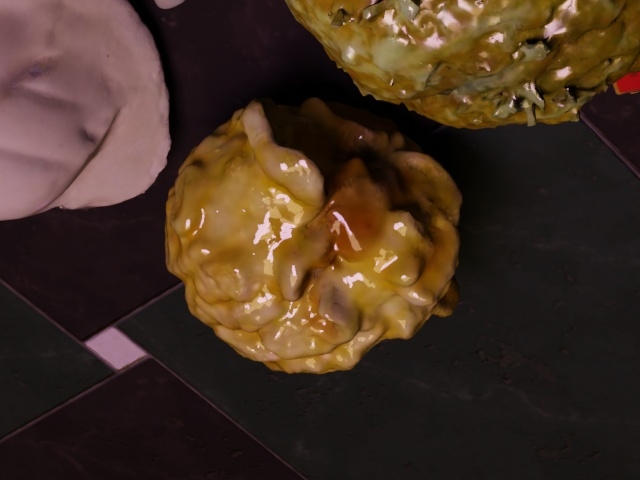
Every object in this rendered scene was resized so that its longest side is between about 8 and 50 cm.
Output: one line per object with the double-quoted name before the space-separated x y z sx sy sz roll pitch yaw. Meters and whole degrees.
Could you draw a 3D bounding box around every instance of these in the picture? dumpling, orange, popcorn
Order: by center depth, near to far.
"orange" 0.112 -0.210 0.885 0.223 0.300 0.301 34 149 54
"popcorn" 0.003 -0.007 1.185 0.235 0.181 0.216 17 135 -4
"dumpling" -0.234 -0.125 1.188 0.227 0.243 0.175 -47 65 28

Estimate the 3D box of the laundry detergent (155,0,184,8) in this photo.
"laundry detergent" -0.146 -0.260 1.050 0.181 0.091 0.253 -2 133 24

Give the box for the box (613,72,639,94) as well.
"box" 0.225 -0.160 1.080 0.090 0.023 0.133 -9 130 22
